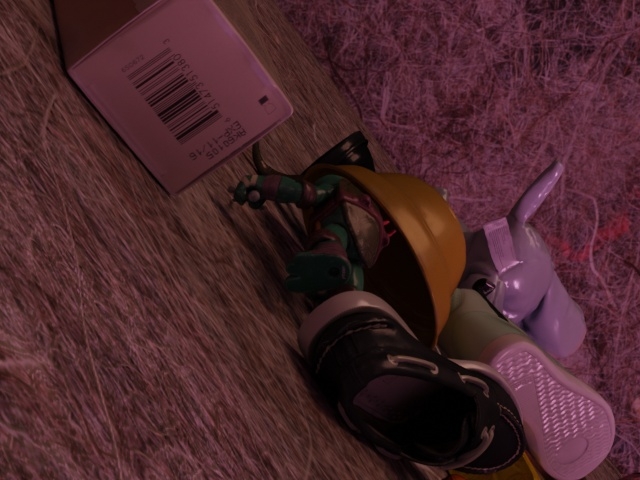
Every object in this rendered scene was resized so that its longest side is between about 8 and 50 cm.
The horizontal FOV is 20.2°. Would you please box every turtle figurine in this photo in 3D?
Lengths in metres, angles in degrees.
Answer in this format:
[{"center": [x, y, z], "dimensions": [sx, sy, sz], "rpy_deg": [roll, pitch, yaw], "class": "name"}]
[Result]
[{"center": [0.000, 0.000, 1.576], "dimensions": [0.175, 0.118, 0.234], "rpy_deg": [51, 13, -26], "class": "turtle figurine"}]

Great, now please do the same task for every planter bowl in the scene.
[{"center": [0.079, 0.002, 1.764], "dimensions": [0.217, 0.090, 0.217], "rpy_deg": [45, -28, 31], "class": "planter bowl"}]

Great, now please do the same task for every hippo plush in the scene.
[{"center": [0.142, 0.056, 2.061], "dimensions": [0.236, 0.234, 0.294], "rpy_deg": [22, -37, 40], "class": "hippo plush"}]

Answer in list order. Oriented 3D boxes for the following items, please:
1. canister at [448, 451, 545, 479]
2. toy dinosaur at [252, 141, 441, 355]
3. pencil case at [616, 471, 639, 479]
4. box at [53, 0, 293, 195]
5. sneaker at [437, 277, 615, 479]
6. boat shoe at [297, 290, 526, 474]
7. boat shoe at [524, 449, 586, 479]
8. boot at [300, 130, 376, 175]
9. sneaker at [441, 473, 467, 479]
[{"center": [0.201, 0.267, 1.797], "dimensions": [0.170, 0.073, 0.126], "rpy_deg": [50, 7, -43], "class": "canister"}, {"center": [0.053, -0.006, 1.904], "dimensions": [0.313, 0.121, 0.160], "rpy_deg": [57, -7, -16], "class": "toy dinosaur"}, {"center": [0.427, 0.365, 2.221], "dimensions": [0.386, 0.167, 0.160], "rpy_deg": [22, 62, -74], "class": "pencil case"}, {"center": [-0.133, -0.183, 1.477], "dimensions": [0.148, 0.121, 0.311], "rpy_deg": [51, 8, -28], "class": "box"}, {"center": [0.206, 0.138, 1.838], "dimensions": [0.256, 0.094, 0.151], "rpy_deg": [49, 0, -41], "class": "sneaker"}, {"center": [0.090, 0.147, 1.510], "dimensions": [0.302, 0.114, 0.091], "rpy_deg": [31, 22, -44], "class": "boat shoe"}, {"center": [0.291, 0.262, 2.228], "dimensions": [0.123, 0.116, 0.324], "rpy_deg": [59, 8, 27], "class": "boat shoe"}, {"center": [0.076, -0.025, 2.227], "dimensions": [0.207, 0.094, 0.246], "rpy_deg": [52, 1, 5], "class": "boot"}, {"center": [0.165, 0.258, 1.620], "dimensions": [0.175, 0.067, 0.064], "rpy_deg": [48, 11, -36], "class": "sneaker"}]
